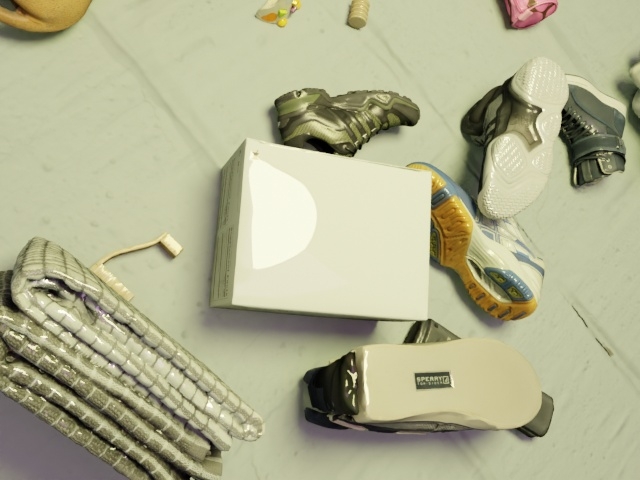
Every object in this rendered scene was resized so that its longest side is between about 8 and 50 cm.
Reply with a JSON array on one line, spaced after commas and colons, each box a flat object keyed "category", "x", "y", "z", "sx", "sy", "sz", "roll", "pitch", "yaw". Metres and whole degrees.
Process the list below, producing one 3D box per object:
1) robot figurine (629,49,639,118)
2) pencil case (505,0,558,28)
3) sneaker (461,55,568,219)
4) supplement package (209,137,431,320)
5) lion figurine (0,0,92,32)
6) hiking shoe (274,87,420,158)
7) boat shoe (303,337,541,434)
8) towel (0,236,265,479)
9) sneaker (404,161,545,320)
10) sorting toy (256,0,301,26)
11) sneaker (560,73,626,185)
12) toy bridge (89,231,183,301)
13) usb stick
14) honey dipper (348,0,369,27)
[{"category": "robot figurine", "x": 0.730, "y": -0.230, "z": 1.066, "sx": 0.353, "sy": 0.199, "sz": 0.300, "roll": 47, "pitch": 61, "yaw": -8}, {"category": "pencil case", "x": 0.339, "y": -0.482, "z": 1.013, "sx": 0.098, "sy": 0.095, "sz": 0.209, "roll": -23, "pitch": 90, "yaw": -53}, {"category": "sneaker", "x": 0.285, "y": -0.147, "z": 0.907, "sx": 0.101, "sy": 0.153, "sz": 0.269, "roll": 27, "pitch": 76, "yaw": -16}, {"category": "supplement package", "x": 0.000, "y": 0.000, "z": 0.778, "sx": 0.261, "sy": 0.145, "sz": 0.204, "roll": 7, "pitch": 79, "yaw": -20}, {"category": "lion figurine", "x": -0.307, "y": -0.379, "z": 0.739, "sx": 0.240, "sy": 0.142, "sz": 0.392, "roll": 43, "pitch": 84, "yaw": -18}, {"category": "hiking shoe", "x": 0.042, "y": -0.164, "z": 0.864, "sx": 0.226, "sy": 0.086, "sz": 0.114, "roll": -3, "pitch": 96, "yaw": -16}, {"category": "boat shoe", "x": 0.137, "y": 0.204, "z": 0.804, "sx": 0.340, "sy": 0.158, "sz": 0.127, "roll": 12, "pitch": 65, "yaw": -28}, {"category": "towel", "x": -0.219, "y": 0.130, "z": 0.604, "sx": 0.284, "sy": 0.235, "sz": 0.121, "roll": 46, "pitch": 74, "yaw": -22}, {"category": "sneaker", "x": 0.236, "y": -0.014, "z": 0.909, "sx": 0.296, "sy": 0.112, "sz": 0.131, "roll": 50, "pitch": 48, "yaw": -7}, {"category": "sorting toy", "x": -0.047, "y": -0.362, "z": 0.851, "sx": 0.044, "sy": 0.075, "sz": 0.083, "roll": 37, "pitch": 71, "yaw": -12}, {"category": "sneaker", "x": 0.447, "y": -0.188, "z": 1.011, "sx": 0.226, "sy": 0.086, "sz": 0.164, "roll": 15, "pitch": 74, "yaw": -20}, {"category": "toy bridge", "x": -0.264, "y": 0.055, "z": 0.731, "sx": 0.063, "sy": 0.026, "sz": 0.188, "roll": 47, "pitch": 69, "yaw": -8}, {"category": "usb stick", "x": 0.250, "y": 0.215, "z": 0.896, "sx": 0.278, "sy": 0.045, "sz": 0.077, "roll": 33, "pitch": 73, "yaw": -13}, {"category": "honey dipper", "x": 0.073, "y": -0.419, "z": 0.933, "sx": 0.030, "sy": 0.030, "sz": 0.161, "roll": 17, "pitch": 73, "yaw": -18}]
